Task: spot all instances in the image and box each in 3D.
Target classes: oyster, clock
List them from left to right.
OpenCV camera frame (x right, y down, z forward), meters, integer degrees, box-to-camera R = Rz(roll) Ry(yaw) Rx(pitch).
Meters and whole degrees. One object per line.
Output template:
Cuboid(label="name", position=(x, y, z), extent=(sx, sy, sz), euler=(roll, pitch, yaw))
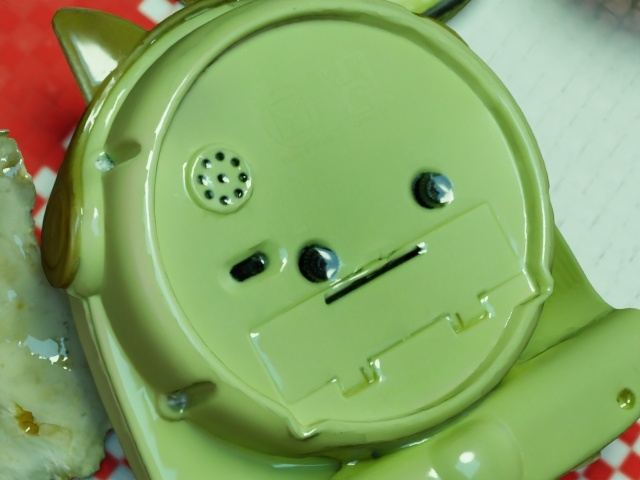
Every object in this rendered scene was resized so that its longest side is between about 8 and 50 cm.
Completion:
Cuboid(label="oyster", position=(-0.190, 0.028, 1.012), extent=(0.107, 0.161, 0.232), euler=(-22, 83, 16))
Cuboid(label="clock", position=(0.000, 0.000, 1.010), extent=(0.286, 0.117, 0.348), euler=(-29, 92, -23))

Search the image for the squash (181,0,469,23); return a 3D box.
Cuboid(label="squash", position=(0.003, -0.233, 1.134), extent=(0.252, 0.049, 0.252), euler=(3, 77, -12))
